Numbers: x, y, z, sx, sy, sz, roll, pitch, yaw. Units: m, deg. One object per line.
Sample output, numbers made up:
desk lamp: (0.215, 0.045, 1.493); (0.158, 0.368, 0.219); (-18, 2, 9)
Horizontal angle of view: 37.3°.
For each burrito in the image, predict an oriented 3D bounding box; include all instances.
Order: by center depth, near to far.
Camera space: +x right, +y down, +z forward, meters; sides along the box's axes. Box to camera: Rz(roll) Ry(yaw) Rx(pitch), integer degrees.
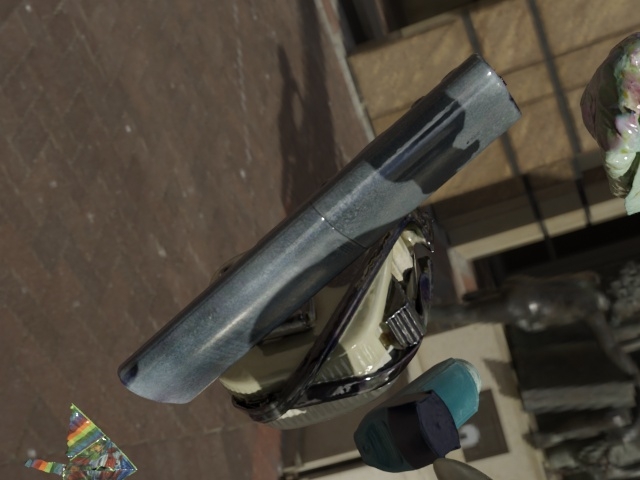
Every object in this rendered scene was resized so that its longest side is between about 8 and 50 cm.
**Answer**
burrito: (0.302, -0.118, 0.887); (0.089, 0.144, 0.229); (31, -1, 29)

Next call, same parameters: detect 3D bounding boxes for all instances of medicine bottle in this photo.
medicine bottle: (0.135, 0.204, 1.146); (0.258, 0.124, 0.079); (-20, 82, -60)

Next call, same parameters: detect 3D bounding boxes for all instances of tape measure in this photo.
tape measure: (0.009, 0.080, 1.035); (0.231, 0.271, 0.133); (-98, 163, -48)

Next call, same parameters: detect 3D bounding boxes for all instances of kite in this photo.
kite: (-0.188, 0.182, 0.746); (0.090, 0.122, 0.004); (13, 20, -29)

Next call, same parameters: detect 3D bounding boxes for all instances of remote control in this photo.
remote control: (0.000, 0.000, 0.767); (0.044, 0.377, 0.107); (52, 11, 22)

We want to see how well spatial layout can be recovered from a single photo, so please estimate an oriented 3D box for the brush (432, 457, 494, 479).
brush: (0.138, 0.160, 0.382); (0.299, 0.042, 0.039); (29, -53, 57)
